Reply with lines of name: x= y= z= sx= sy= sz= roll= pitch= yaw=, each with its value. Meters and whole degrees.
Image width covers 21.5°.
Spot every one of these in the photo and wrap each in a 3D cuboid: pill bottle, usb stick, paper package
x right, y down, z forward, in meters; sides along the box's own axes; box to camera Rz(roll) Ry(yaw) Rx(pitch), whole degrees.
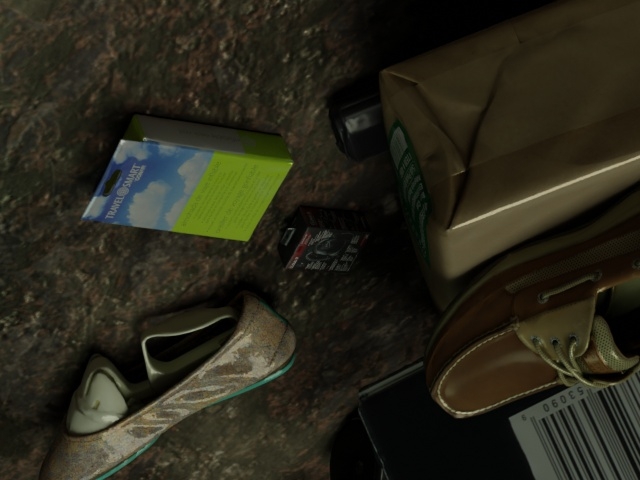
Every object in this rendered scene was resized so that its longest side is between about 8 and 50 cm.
pill bottle: x=0.131 y=0.272 z=2.003 sx=0.219 sy=0.123 sz=0.123 roll=6 pitch=133 yaw=-30
usb stick: x=0.141 y=-0.150 z=1.592 sx=0.278 sy=0.045 sz=0.077 roll=-22 pitch=139 yaw=0
paper package: x=0.224 y=-0.073 z=1.554 sx=0.309 sy=0.168 sz=0.325 roll=-22 pitch=160 yaw=-2

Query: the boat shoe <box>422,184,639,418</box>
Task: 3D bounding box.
boat shoe: x=0.227 y=0.062 z=1.439 sx=0.324 sy=0.120 sz=0.122 roll=-37 pitch=124 yaw=24

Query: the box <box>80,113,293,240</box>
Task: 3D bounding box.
box: x=-0.128 y=-0.058 z=1.572 sx=0.178 sy=0.042 sz=0.109 roll=7 pitch=132 yaw=-31

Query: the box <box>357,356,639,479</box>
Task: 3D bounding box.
box: x=0.381 y=0.176 z=1.713 sx=0.480 sy=0.297 sz=0.471 roll=-31 pitch=165 yaw=26

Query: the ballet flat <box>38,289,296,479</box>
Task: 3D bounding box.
ballet flat: x=-0.179 y=0.146 z=1.753 sx=0.316 sy=0.107 sz=0.106 roll=-31 pitch=120 yaw=3

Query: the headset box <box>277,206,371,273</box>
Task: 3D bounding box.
headset box: x=0.000 y=0.000 z=1.705 sx=0.083 sy=0.032 sz=0.062 roll=5 pitch=133 yaw=-28
